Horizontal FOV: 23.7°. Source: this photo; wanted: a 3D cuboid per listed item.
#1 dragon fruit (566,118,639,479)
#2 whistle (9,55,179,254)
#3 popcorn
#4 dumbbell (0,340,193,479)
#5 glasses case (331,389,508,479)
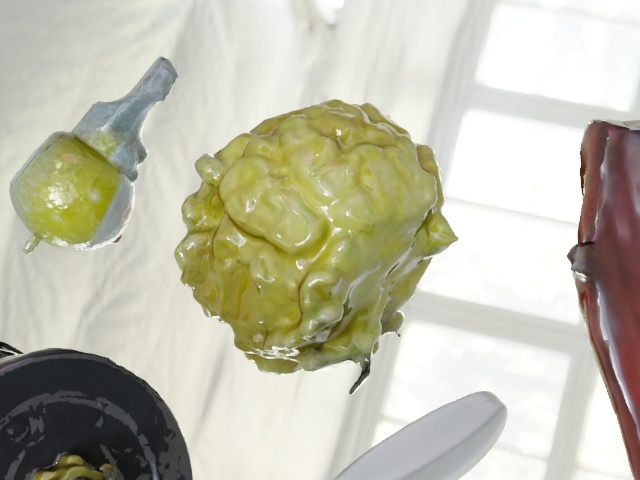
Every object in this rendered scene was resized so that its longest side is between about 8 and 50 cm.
[{"bbox_3d":[0.219,0.115,0.621,0.228,0.286,0.329,128,140,-81],"label":"dragon fruit"},{"bbox_3d":[-0.199,-0.072,1.408,0.223,0.123,0.123,-51,-17,-4],"label":"whistle"},{"bbox_3d":[0.001,0.005,1.297,0.249,0.225,0.249,-26,-32,-17],"label":"popcorn"},{"bbox_3d":[-0.225,0.160,1.066,0.388,0.185,0.185,-3,71,61],"label":"dumbbell"},{"bbox_3d":[0.071,0.176,1.180,0.193,0.049,0.074,-25,-33,-33],"label":"glasses case"}]
